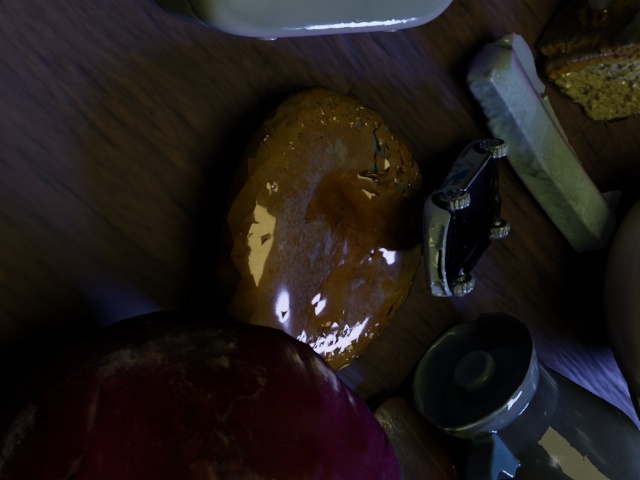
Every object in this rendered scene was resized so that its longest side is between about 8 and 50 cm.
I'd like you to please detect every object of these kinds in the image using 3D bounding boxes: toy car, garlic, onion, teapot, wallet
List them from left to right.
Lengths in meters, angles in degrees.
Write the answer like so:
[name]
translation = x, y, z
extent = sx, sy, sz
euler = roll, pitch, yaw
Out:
[onion]
translation = -0.072, 0.232, 1.052
extent = 0.347, 0.385, 0.348
euler = -8, 109, -25
[wallet]
translation = 0.027, 0.266, 1.349
extent = 0.137, 0.031, 0.255
euler = 52, 59, -21
[toy car]
translation = 0.126, -0.022, 1.306
extent = 0.205, 0.056, 0.095
euler = -47, 139, -54
[teapot]
translation = 0.200, 0.198, 1.409
extent = 0.225, 0.171, 0.203
euler = 47, 38, -33
[garlic]
translation = 0.406, 0.080, 1.503
extent = 0.313, 0.249, 0.286
euler = -56, 163, -4

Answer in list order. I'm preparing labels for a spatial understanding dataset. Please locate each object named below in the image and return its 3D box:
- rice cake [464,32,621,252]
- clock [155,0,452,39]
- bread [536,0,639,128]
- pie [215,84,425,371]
[rice cake]
translation = 0.219, -0.090, 1.409
extent = 0.290, 0.051, 0.081
euler = 47, 64, -42
[clock]
translation = 0.001, -0.320, 1.105
extent = 0.265, 0.108, 0.324
euler = -8, 109, -37
[bread]
translation = 0.303, -0.171, 1.389
extent = 0.147, 0.152, 0.127
euler = 35, 92, -41
[pie]
translation = 0.001, 0.001, 1.242
extent = 0.273, 0.069, 0.273
euler = -26, 126, -42
